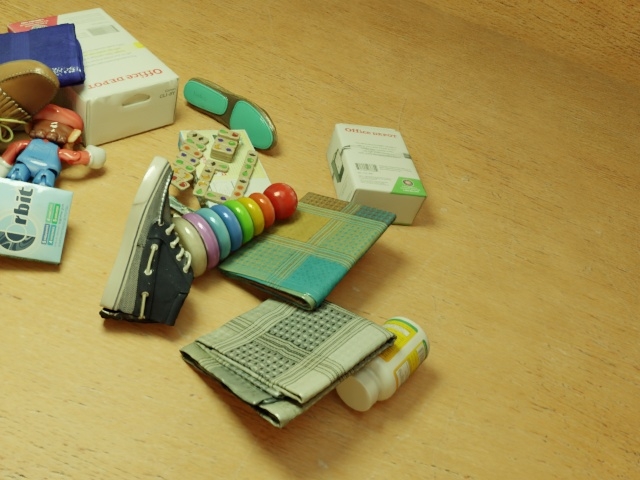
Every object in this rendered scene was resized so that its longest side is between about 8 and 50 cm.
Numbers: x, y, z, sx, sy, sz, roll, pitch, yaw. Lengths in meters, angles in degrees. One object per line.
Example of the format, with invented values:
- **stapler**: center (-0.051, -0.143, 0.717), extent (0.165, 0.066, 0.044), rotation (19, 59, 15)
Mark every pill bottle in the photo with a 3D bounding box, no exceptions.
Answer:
- **pill bottle**: center (0.127, 0.256, 1.255), extent (0.118, 0.117, 0.208), rotation (38, 45, 18)

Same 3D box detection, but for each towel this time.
- **towel**: center (-0.023, 0.009, 1.425), extent (0.272, 0.040, 0.370), rotation (18, 41, 30)
- **towel**: center (-0.067, 0.201, 1.195), extent (0.312, 0.056, 0.324), rotation (22, 38, 38)
- **towel**: center (-0.728, -0.419, 1.453), extent (0.308, 0.076, 0.227), rotation (-13, 51, -12)

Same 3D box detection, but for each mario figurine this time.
- **mario figurine**: center (-0.639, -0.175, 1.423), extent (0.198, 0.170, 0.320), rotation (39, 43, -36)

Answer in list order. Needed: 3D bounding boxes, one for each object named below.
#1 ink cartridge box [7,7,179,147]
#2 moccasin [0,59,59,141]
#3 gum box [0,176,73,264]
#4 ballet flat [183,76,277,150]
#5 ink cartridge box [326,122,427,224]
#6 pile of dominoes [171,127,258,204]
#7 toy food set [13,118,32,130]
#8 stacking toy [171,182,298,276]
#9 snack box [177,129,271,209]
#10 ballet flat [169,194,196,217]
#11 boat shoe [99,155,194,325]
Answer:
- **ink cartridge box**: center (-0.614, -0.450, 1.650), extent (0.279, 0.160, 0.385), rotation (-29, 61, -38)
- **moccasin**: center (-0.742, -0.267, 1.322), extent (0.380, 0.139, 0.147), rotation (-24, 52, 1)
- **gum box**: center (-0.619, -0.042, 1.245), extent (0.184, 0.041, 0.156), rotation (12, 75, -24)
- **ballet flat**: center (-0.243, -0.376, 1.779), extent (0.342, 0.116, 0.124), rotation (30, 24, 15)
- **ink cartridge box**: center (0.150, -0.190, 1.714), extent (0.211, 0.121, 0.289), rotation (4, 45, -17)
- **pile of dominoes**: center (-0.268, -0.198, 1.529), extent (0.196, 0.040, 0.251), rotation (15, 43, -5)
- **toy food set**: center (-0.868, -0.381, 1.548), extent (0.220, 0.092, 0.306), rotation (-13, 53, -47)
- **stacking toy**: center (-0.187, -0.042, 1.401), extent (0.330, 0.141, 0.141), rotation (-27, 61, -34)
- **snack box**: center (-0.243, -0.172, 1.587), extent (0.187, 0.060, 0.322), rotation (-6, 49, -27)
- **ballet flat**: center (-0.348, -0.063, 1.438), extent (0.188, 0.070, 0.070), rotation (26, 43, 10)
- **boat shoe**: center (-0.319, 0.011, 1.231), extent (0.158, 0.340, 0.127), rotation (18, 0, -12)
